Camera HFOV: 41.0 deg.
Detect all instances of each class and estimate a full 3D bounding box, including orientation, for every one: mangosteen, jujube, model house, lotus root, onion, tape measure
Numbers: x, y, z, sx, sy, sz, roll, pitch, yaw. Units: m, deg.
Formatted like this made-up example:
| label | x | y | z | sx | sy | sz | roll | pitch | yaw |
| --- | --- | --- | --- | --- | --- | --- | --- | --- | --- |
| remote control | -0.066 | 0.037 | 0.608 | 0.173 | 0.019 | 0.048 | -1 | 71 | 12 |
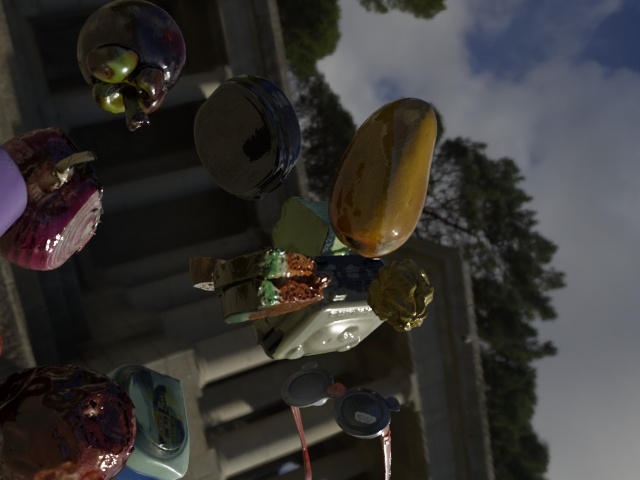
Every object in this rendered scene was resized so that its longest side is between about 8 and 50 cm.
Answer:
| label | x | y | z | sx | sy | sz | roll | pitch | yaw |
| --- | --- | --- | --- | --- | --- | --- | --- | --- | --- |
| mangosteen | -0.282 | -0.272 | 1.276 | 0.184 | 0.172 | 0.172 | -94 | 180 | -64 |
| jujube | -0.356 | 0.257 | 1.148 | 0.243 | 0.183 | 0.183 | -11 | -85 | 40 |
| model house | 0.000 | 0.000 | 2.321 | 0.195 | 0.189 | 0.214 | 39 | -59 | 38 |
| lotus root | -0.296 | 0.087 | 2.334 | 0.112 | 0.122 | 0.081 | -7 | -106 | 27 |
| onion | -0.565 | -0.077 | 1.692 | 0.256 | 0.230 | 0.272 | 39 | -27 | 31 |
| tape measure | -0.410 | 0.406 | 1.924 | 0.262 | 0.138 | 0.259 | 45 | 20 | -48 |

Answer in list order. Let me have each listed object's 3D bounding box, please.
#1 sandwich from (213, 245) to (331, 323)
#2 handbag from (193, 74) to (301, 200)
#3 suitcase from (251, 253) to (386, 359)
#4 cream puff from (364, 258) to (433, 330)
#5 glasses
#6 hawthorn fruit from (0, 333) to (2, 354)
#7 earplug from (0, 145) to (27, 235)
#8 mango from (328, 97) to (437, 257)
| label | x | y | z | sx | sy | sz | roll | pitch | yaw |
| --- | --- | --- | --- | --- | --- | --- | --- | --- | --- |
| sandwich | -0.106 | 0.094 | 1.657 | 0.292 | 0.212 | 0.109 | -17 | -108 | 48 |
| handbag | -0.159 | -0.223 | 1.879 | 0.308 | 0.093 | 0.254 | -32 | -91 | 50 |
| suitcase | 0.003 | 0.189 | 2.154 | 0.339 | 0.351 | 0.194 | -46 | -121 | 35 |
| cream puff | 0.186 | 0.124 | 1.903 | 0.121 | 0.156 | 0.156 | 84 | -21 | -61 |
| glasses | 0.042 | 0.378 | 1.626 | 0.234 | 0.118 | 0.268 | 18 | -47 | 33 |
| hawthorn fruit | -0.625 | 0.179 | 1.429 | 0.173 | 0.179 | 0.173 | 16 | -60 | 31 |
| earplug | -0.620 | 0.037 | 1.212 | 0.215 | 0.215 | 0.456 | 102 | 7 | -47 |
| mango | 0.124 | -0.123 | 1.615 | 0.173 | 0.211 | 0.317 | 22 | -87 | 26 |
